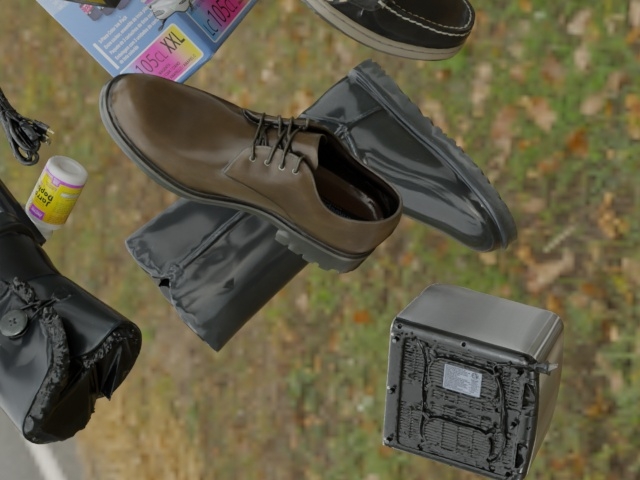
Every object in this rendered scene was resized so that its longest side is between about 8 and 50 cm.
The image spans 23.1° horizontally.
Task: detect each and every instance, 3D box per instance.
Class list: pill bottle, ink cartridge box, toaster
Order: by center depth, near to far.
[{"bbox_3d":[-0.267,-0.041,1.562,0.083,0.043,0.043,-59,29,24],"label":"pill bottle"},{"bbox_3d":[0.165,0.149,1.625,0.110,0.185,0.168,-47,-34,-51],"label":"toaster"},{"bbox_3d":[-0.276,-0.397,2.056,0.151,0.395,0.270,-39,13,32],"label":"ink cartridge box"}]

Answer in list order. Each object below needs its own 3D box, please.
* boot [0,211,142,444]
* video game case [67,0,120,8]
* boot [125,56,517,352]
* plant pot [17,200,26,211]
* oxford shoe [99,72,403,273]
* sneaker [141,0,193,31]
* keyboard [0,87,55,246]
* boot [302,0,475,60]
[{"bbox_3d":[-0.294,0.104,1.320,0.207,0.246,0.094,40,161,37],"label":"boot"},{"bbox_3d":[-0.375,-0.353,1.685,0.275,0.248,0.035,15,69,35],"label":"video game case"},{"bbox_3d":[-0.001,-0.001,2.197,0.367,0.445,0.146,48,169,27],"label":"boot"},{"bbox_3d":[-0.368,0.005,1.714,0.096,0.109,0.109,-64,-7,-49],"label":"plant pot"},{"bbox_3d":[-0.041,-0.064,1.076,0.096,0.227,0.083,-40,31,53],"label":"oxford shoe"},{"bbox_3d":[-0.181,-0.254,1.654,0.038,0.098,0.069,-61,-32,-53],"label":"sneaker"},{"bbox_3d":[-0.379,-0.097,1.560,0.201,0.033,0.317,-47,71,18],"label":"keyboard"},{"bbox_3d":[0.075,-0.381,1.758,0.284,0.377,0.138,-45,22,40],"label":"boot"}]
